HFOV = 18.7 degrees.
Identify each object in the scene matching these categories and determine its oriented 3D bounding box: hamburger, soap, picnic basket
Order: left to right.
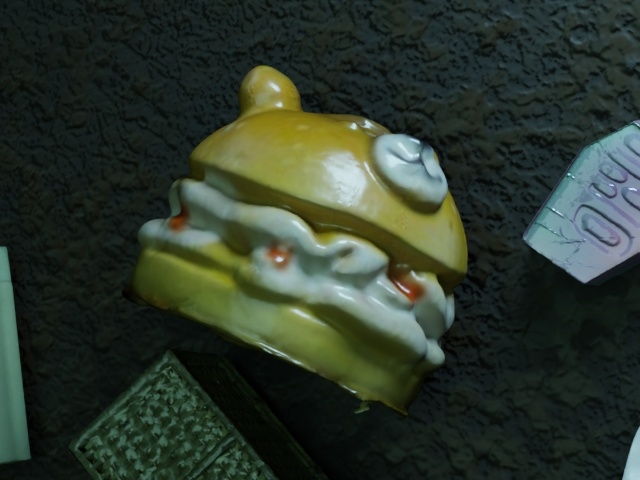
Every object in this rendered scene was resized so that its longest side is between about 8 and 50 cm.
[{"bbox_3d":[-0.085,0.207,1.667,0.134,0.154,0.196,-45,71,8],"label":"picnic basket"},{"bbox_3d":[0.000,0.000,1.603,0.276,0.276,0.237,22,84,19],"label":"hamburger"},{"bbox_3d":[0.251,-0.034,1.614,0.100,0.056,0.149,37,100,14],"label":"soap"}]

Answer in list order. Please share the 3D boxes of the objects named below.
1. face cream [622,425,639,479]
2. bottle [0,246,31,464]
[{"bbox_3d":[0.327,0.256,1.489,0.179,0.218,0.218,5,89,18],"label":"face cream"},{"bbox_3d":[-0.314,0.108,1.793,0.072,0.072,0.201,-9,85,18],"label":"bottle"}]
